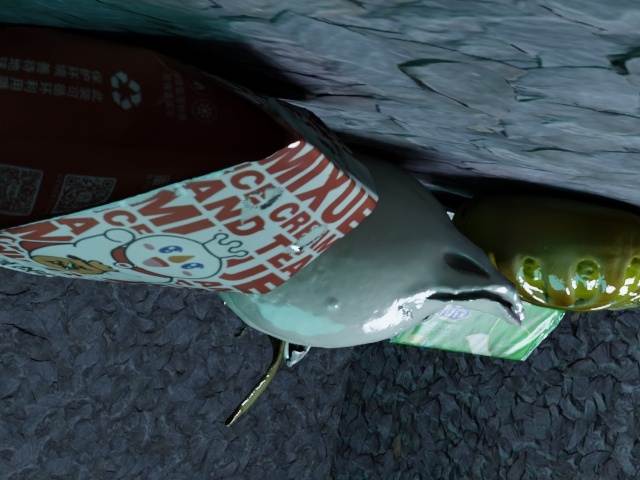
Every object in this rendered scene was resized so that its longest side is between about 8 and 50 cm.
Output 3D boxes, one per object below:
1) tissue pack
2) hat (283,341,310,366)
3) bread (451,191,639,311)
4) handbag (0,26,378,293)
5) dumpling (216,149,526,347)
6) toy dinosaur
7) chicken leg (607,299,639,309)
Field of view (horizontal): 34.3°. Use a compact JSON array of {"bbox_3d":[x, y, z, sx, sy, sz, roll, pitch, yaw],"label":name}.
[{"bbox_3d":[0.168,0.025,1.165,0.209,0.156,0.148,12,-143,-34],"label":"tissue pack"},{"bbox_3d":[0.029,0.010,1.332,0.258,0.168,0.301,-25,153,-6],"label":"hat"},{"bbox_3d":[0.229,0.015,1.002,0.213,0.104,0.213,8,177,0],"label":"bread"},{"bbox_3d":[-0.120,-0.046,0.676,0.298,0.151,0.171,5,169,26],"label":"handbag"},{"bbox_3d":[-0.004,0.000,0.941,0.341,0.181,0.260,-7,-172,-4],"label":"dumpling"},{"bbox_3d":[-0.118,0.064,1.317,0.113,0.327,0.206,-7,175,-21],"label":"toy dinosaur"},{"bbox_3d":[0.467,0.063,1.453,0.178,0.070,0.093,0,166,33],"label":"chicken leg"}]
